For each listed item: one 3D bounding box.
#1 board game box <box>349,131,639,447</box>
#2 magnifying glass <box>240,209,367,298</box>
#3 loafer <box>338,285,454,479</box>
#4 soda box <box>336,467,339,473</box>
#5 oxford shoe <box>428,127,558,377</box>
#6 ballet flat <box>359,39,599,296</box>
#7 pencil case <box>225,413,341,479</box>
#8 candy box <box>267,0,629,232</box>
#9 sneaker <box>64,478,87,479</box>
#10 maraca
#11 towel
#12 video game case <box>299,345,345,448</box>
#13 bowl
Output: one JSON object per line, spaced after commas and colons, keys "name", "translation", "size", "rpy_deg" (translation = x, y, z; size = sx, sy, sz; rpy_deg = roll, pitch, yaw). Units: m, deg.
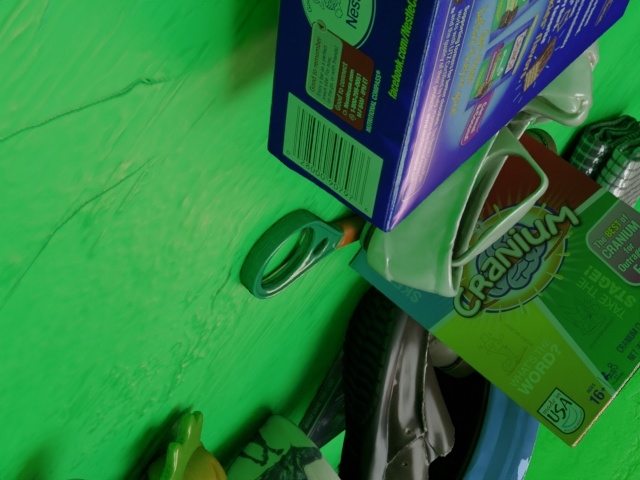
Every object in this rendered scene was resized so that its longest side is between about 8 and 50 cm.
{"name": "board game box", "translation": [0.225, 0.031, 1.120], "size": [0.242, 0.316, 0.064], "rpy_deg": [-55, 160, 9]}
{"name": "magnifying glass", "translation": [0.000, 0.000, 1.011], "size": [0.231, 0.026, 0.092], "rpy_deg": [-18, 143, -54]}
{"name": "loafer", "translation": [0.102, 0.217, 1.298], "size": [0.130, 0.134, 0.366], "rpy_deg": [0, 108, -18]}
{"name": "soda box", "translation": [0.173, 0.463, 1.833], "size": [0.091, 0.286, 0.098], "rpy_deg": [-21, 145, -58]}
{"name": "oxford shoe", "translation": [0.199, 0.008, 1.329], "size": [0.130, 0.123, 0.348], "rpy_deg": [18, 95, -28]}
{"name": "ballet flat", "translation": [0.193, -0.115, 1.031], "size": [0.400, 0.139, 0.139], "rpy_deg": [-58, 160, 7]}
{"name": "pencil case", "translation": [-0.133, 0.391, 1.214], "size": [0.410, 0.160, 0.183], "rpy_deg": [-42, -178, -23]}
{"name": "candy box", "translation": [0.117, -0.199, 0.664], "size": [0.317, 0.122, 0.268], "rpy_deg": [-39, 156, -30]}
{"name": "sneaker", "translation": [-0.209, 0.274, 0.929], "size": [0.153, 0.101, 0.269], "rpy_deg": [-30, 158, -48]}
{"name": "maraca", "translation": [-0.142, 0.259, 1.050], "size": [0.127, 0.099, 0.186], "rpy_deg": [-72, 169, -54]}
{"name": "towel", "translation": [0.479, -0.092, 1.774], "size": [0.283, 0.121, 0.235], "rpy_deg": [-24, 142, -57]}
{"name": "video game case", "translation": [0.052, 0.201, 1.489], "size": [0.196, 0.026, 0.274], "rpy_deg": [-25, 149, -51]}
{"name": "bowl", "translation": [0.178, 0.259, 1.474], "size": [0.391, 0.077, 0.391], "rpy_deg": [-57, -159, 37]}
